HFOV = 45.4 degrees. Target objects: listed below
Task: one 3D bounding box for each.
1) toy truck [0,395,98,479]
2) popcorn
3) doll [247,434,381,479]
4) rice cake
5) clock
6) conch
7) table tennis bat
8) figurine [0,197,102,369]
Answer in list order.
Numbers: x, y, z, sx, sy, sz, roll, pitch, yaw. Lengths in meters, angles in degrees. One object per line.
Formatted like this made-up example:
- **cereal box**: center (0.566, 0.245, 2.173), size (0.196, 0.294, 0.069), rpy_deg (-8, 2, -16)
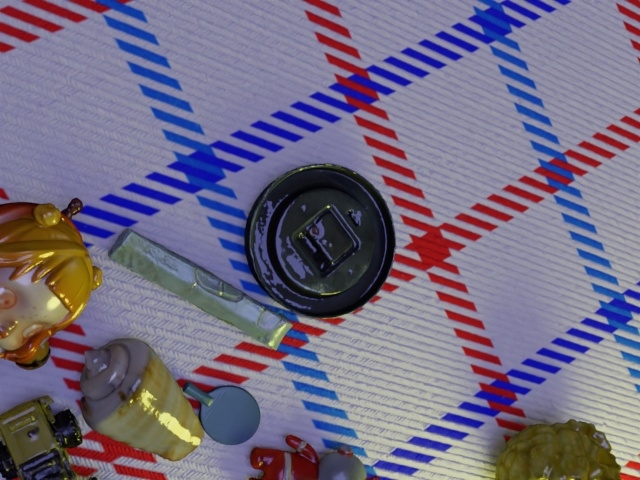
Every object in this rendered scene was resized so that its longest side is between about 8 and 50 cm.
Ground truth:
- **toy truck**: center (-0.409, 0.384, 1.177), size (0.136, 0.111, 0.286), rpy_deg (-25, 87, -17)
- **popcorn**: center (0.465, 0.458, 1.479), size (0.249, 0.249, 0.225), rpy_deg (35, 50, -17)
- **doll**: center (-0.008, 0.422, 1.364), size (0.245, 0.076, 0.142), rpy_deg (7, 89, -17)
- **rice cake**: center (-0.198, 0.084, 1.297), size (0.336, 0.063, 0.066), rpy_deg (31, 90, -19)
- **clock**: center (0.000, 0.000, 1.373), size (0.280, 0.055, 0.281), rpy_deg (0, 90, -20)
- **conch**: center (-0.285, 0.263, 1.230), size (0.255, 0.127, 0.158), rpy_deg (41, 76, -17)
- **table tennis bat**: center (-0.173, 0.294, 1.330), size (0.155, 0.019, 0.100), rpy_deg (37, 78, -19)
- **figurine**: center (-0.476, 0.066, 1.122), size (0.323, 0.196, 0.320), rpy_deg (-28, 143, -10)
